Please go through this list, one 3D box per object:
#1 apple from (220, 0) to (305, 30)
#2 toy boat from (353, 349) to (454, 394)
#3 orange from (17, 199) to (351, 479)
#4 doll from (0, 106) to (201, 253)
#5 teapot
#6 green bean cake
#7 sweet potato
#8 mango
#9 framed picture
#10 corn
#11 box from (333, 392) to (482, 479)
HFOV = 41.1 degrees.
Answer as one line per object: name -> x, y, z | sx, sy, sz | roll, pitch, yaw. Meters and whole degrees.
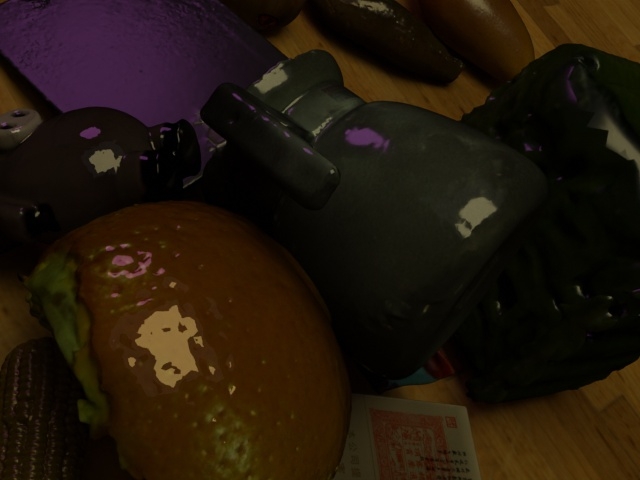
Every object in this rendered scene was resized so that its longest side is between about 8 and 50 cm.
apple -> -0.077, -0.341, 1.129 | 0.126, 0.102, 0.126 | 18, 49, -22
toy boat -> 0.000, 0.000, 0.914 | 0.079, 0.136, 0.392 | -31, 67, -6
orange -> -0.088, 0.095, 0.645 | 0.196, 0.334, 0.262 | -24, 85, -17
doll -> -0.240, -0.051, 0.745 | 0.258, 0.117, 0.182 | -1, 30, 12
teapot -> 0.005, -0.031, 0.719 | 0.285, 0.223, 0.305 | 39, 34, 16
green bean cake -> 0.252, -0.015, 0.947 | 0.218, 0.335, 0.319 | 3, 53, -42
sweet potato -> 0.095, -0.312, 1.228 | 0.286, 0.085, 0.112 | 24, 43, -16
mango -> 0.241, -0.343, 1.329 | 0.253, 0.113, 0.138 | 54, 42, 3
framed picture -> -0.186, -0.197, 0.926 | 0.244, 0.013, 0.324 | -37, 69, -27
corn -> -0.220, 0.184, 0.662 | 0.080, 0.080, 0.231 | 12, 54, -25
box -> 0.058, 0.222, 0.822 | 0.201, 0.058, 0.141 | 13, 51, -25
